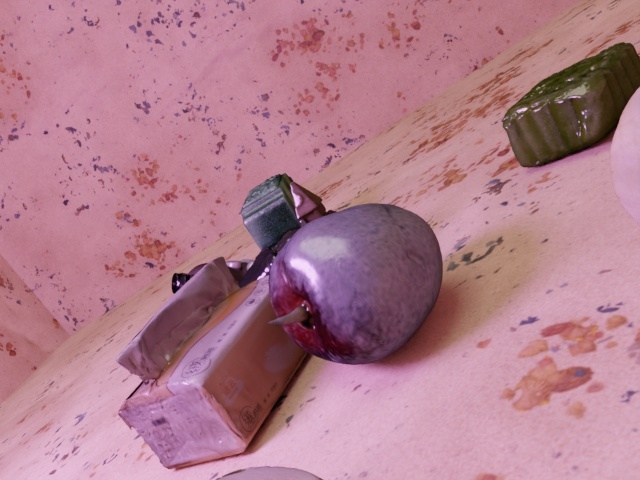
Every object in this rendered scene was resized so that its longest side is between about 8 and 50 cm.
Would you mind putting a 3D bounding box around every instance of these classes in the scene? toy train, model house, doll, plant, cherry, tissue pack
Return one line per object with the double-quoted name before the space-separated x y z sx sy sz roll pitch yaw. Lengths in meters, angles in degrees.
"toy train" -0.101 -0.042 1.570 0.166 0.238 0.299 -30 14 9
"model house" 0.000 0.000 1.135 0.176 0.248 0.181 -31 12 20
"doll" -0.237 0.109 1.489 0.257 0.117 0.182 -3 6 -32
"plant" -0.085 0.091 1.275 0.256 0.142 0.164 -47 13 -3
"cherry" 0.048 0.060 0.863 0.296 0.218 0.255 -36 5 -29
"tissue pack" -0.176 0.179 0.989 0.238 0.239 0.305 -26 16 35

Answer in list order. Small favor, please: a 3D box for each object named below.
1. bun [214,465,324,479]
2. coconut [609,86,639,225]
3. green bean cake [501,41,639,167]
"bun" -0.053 0.288 0.586 0.138 0.094 0.138 1 0 0
"coconut" 0.391 -0.081 0.561 0.202 0.202 0.222 -33 16 8
"green bean cake" 0.475 -0.254 1.124 0.222 0.125 0.248 -19 21 50
